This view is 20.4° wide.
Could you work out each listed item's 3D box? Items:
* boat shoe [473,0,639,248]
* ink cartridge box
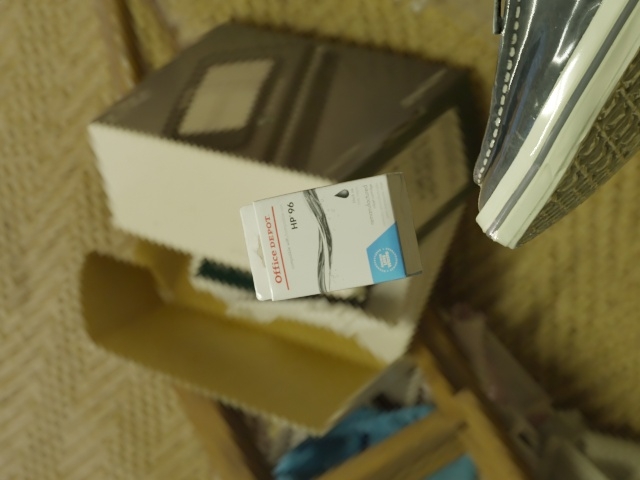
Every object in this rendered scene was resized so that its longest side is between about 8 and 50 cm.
[{"bbox_3d":[0.182,-0.203,1.084,0.156,0.187,0.500,38,137,23],"label":"boat shoe"},{"bbox_3d":[0.000,0.000,0.816,0.083,0.028,0.048,-11,90,20],"label":"ink cartridge box"}]
